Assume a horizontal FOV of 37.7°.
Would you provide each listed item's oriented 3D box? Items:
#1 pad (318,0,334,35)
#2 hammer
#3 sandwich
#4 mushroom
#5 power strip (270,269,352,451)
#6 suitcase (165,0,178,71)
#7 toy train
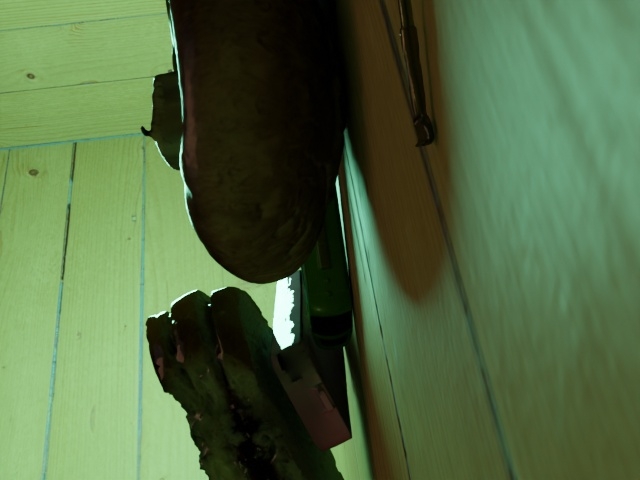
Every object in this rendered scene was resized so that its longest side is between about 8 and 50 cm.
[{"bbox_3d":[0.001,-0.226,0.765,0.243,0.004,0.164,88,175,-55],"label":"pad"},{"bbox_3d":[0.030,-0.096,0.343,0.029,0.014,0.123,-48,-49,-82],"label":"hammer"},{"bbox_3d":[-0.056,0.198,0.898,0.254,0.099,0.288,56,-169,-54],"label":"sandwich"},{"bbox_3d":[-0.053,-0.105,0.708,0.278,0.146,0.278,-7,-90,-87],"label":"mushroom"},{"bbox_3d":[-0.010,0.114,0.978,0.109,0.037,0.279,62,-174,-14],"label":"power strip"},{"bbox_3d":[-0.074,-0.181,0.956,0.235,0.143,0.194,85,177,-63],"label":"suitcase"},{"bbox_3d":[0.000,0.000,0.878,0.042,0.044,0.209,136,126,-87],"label":"toy train"}]
